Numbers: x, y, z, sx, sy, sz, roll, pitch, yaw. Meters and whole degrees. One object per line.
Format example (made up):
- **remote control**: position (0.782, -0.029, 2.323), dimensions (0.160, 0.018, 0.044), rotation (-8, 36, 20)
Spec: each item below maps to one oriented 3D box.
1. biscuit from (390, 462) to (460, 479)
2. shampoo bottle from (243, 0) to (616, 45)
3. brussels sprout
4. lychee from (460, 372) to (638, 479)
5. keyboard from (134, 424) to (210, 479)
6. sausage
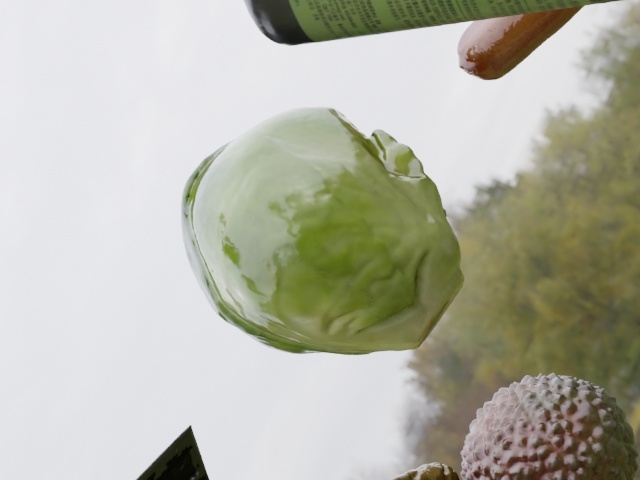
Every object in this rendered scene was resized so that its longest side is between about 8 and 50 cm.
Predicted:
- **biscuit**: position (0.045, 0.284, 1.354), dimensions (0.226, 0.042, 0.226), rotation (-36, -27, -22)
- **shampoo bottle**: position (0.102, -0.159, 0.726), dimensions (0.101, 0.283, 0.101), rotation (-5, -90, -72)
- **brussels sprout**: position (-0.007, 0.002, 0.958), dimensions (0.145, 0.183, 0.131), rotation (-22, -32, -35)
- **lychee**: position (0.212, 0.216, 1.451), dimensions (0.197, 0.165, 0.165), rotation (-60, -10, 22)
- **keyboard**: position (-0.116, 0.173, 0.733), dimensions (0.198, 0.010, 0.064), rotation (-45, -46, -37)
- **sausage**: position (0.137, -0.150, 0.965), dimensions (0.131, 0.039, 0.041), rotation (-42, 34, 32)
